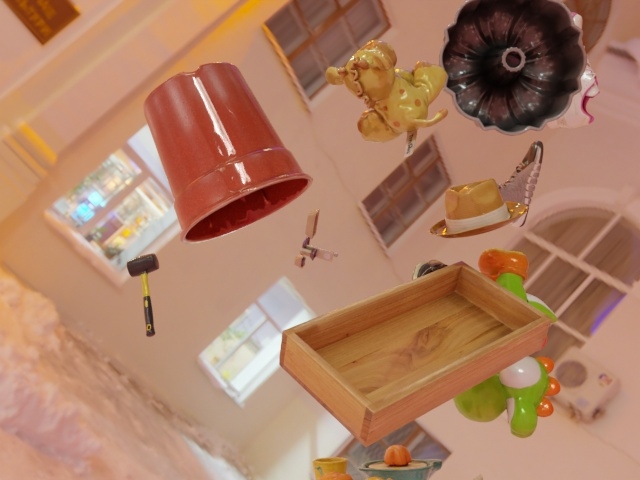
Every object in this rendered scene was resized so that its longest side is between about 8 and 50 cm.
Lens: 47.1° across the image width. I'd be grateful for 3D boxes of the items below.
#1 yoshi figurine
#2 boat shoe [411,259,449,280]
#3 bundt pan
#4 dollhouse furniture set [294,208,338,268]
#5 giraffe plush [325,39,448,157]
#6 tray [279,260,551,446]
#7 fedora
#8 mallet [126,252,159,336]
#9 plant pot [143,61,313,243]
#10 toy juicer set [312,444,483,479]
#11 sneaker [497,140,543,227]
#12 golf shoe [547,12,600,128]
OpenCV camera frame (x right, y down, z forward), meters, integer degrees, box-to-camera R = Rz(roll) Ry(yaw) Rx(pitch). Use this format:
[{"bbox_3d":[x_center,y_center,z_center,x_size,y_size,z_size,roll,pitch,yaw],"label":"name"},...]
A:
[{"bbox_3d":[0.340,0.210,1.468,0.203,0.362,0.203,24,-36,-35],"label":"yoshi figurine"},{"bbox_3d":[0.210,0.065,1.356,0.049,0.056,0.152,10,16,26],"label":"boat shoe"},{"bbox_3d":[0.415,-0.394,1.650,0.331,0.331,0.124,47,-2,-5],"label":"bundt pan"},{"bbox_3d":[0.000,0.000,1.607,0.081,0.091,0.114,16,-59,11],"label":"dollhouse furniture set"},{"bbox_3d":[0.104,-0.264,1.259,0.170,0.181,0.210,41,30,-31],"label":"giraffe plush"},{"bbox_3d":[0.159,0.161,1.170,0.203,0.410,0.076,36,-51,39],"label":"tray"},{"bbox_3d":[0.278,-0.065,1.329,0.194,0.194,0.079,-165,-123,-71],"label":"fedora"},{"bbox_3d":[-0.339,0.105,1.464,0.039,0.062,0.190,69,-4,-54],"label":"mallet"},{"bbox_3d":[-0.192,-0.172,1.391,0.272,0.272,0.265,112,-47,-79],"label":"plant pot"},{"bbox_3d":[0.143,0.423,1.337,0.209,0.328,0.090,65,23,-80],"label":"toy juicer set"},{"bbox_3d":[0.488,-0.155,1.891,0.132,0.229,0.086,15,9,12],"label":"sneaker"},{"bbox_3d":[0.686,-0.449,1.963,0.140,0.115,0.306,13,-72,33],"label":"golf shoe"}]
